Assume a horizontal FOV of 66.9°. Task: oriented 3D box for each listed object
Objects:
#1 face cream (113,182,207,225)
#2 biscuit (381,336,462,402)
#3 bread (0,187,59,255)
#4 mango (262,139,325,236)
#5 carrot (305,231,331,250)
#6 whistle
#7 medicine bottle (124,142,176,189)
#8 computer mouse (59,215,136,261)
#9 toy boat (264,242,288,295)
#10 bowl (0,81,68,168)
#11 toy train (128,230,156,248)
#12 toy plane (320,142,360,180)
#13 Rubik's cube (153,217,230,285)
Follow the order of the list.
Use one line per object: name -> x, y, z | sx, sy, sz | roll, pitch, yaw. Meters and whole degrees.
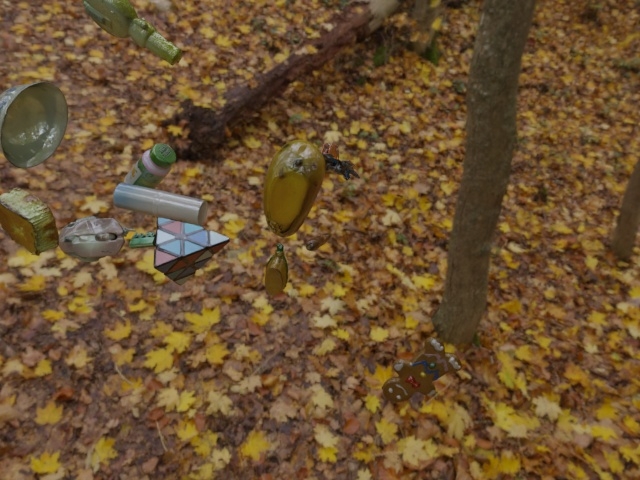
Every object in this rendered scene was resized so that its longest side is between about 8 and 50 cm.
face cream -> -0.451, -0.103, 1.372 | 0.250, 0.077, 0.077 | 13, 31, 5
biscuit -> 0.238, 0.329, 1.176 | 0.138, 0.205, 0.031 | 44, 17, -19
bread -> -0.658, -0.040, 1.091 | 0.140, 0.127, 0.069 | 28, 40, 16
mango -> -0.070, -0.118, 1.172 | 0.130, 0.261, 0.167 | 24, 30, 5
carrot -> -0.001, 0.001, 1.404 | 0.036, 0.035, 0.165 | 17, 17, 18
whistle -> -0.355, -0.397, 0.909 | 0.198, 0.104, 0.057 | 37, 68, -10
medicine bottle -> -0.749, -0.313, 2.144 | 0.133, 0.274, 0.133 | 29, 45, -33
computer mouse -> -0.966, -0.007, 2.053 | 0.389, 0.199, 0.115 | -6, 3, 15
toy boat -> -0.160, 0.120, 1.799 | 0.089, 0.229, 0.088 | 13, 39, 5
bowl -> -1.041, -0.422, 1.677 | 0.146, 0.313, 0.313 | 24, 32, 2
toy train -> -0.745, -0.001, 2.061 | 0.148, 0.038, 0.070 | -5, 62, 24
toy plane -> 0.054, -0.196, 1.308 | 0.135, 0.188, 0.062 | 17, 74, 40
Rubik's cube -> -0.424, 0.026, 1.631 | 0.234, 0.284, 0.250 | -12, 10, -3
